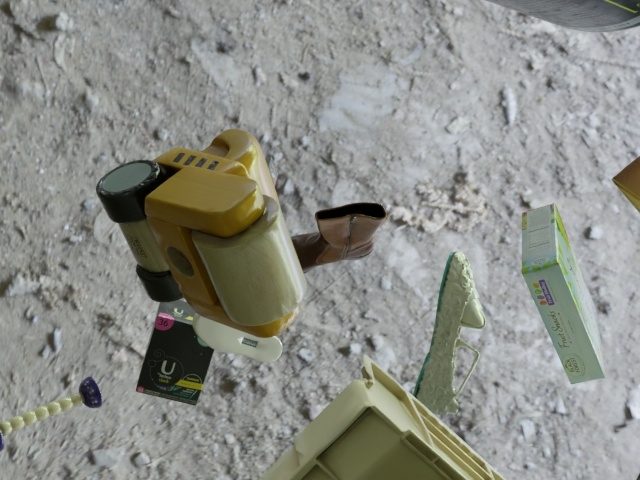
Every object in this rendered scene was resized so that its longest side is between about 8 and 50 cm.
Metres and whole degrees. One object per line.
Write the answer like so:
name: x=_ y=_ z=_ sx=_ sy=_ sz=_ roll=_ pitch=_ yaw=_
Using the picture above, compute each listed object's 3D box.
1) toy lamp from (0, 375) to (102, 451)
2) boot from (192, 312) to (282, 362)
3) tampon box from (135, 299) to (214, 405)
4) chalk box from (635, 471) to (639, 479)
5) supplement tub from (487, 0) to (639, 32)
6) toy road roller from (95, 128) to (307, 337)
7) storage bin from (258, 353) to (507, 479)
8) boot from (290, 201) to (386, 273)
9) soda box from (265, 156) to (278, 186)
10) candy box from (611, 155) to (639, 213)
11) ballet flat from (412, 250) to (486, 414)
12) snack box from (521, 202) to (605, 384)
toy lamp: x=-0.576 y=0.353 z=1.556 sx=0.274 sy=0.080 sz=0.080 roll=-20 pitch=81 yaw=-37
boot: x=-0.160 y=0.160 z=1.368 sx=0.190 sy=0.086 sz=0.069 roll=33 pitch=84 yaw=-37
tampon box: x=-0.267 y=0.207 z=1.471 sx=0.120 sy=0.101 sz=0.161 roll=15 pitch=106 yaw=-11
chalk box: x=0.556 y=0.361 z=1.152 sx=0.213 sy=0.132 sz=0.132 roll=-27 pitch=49 yaw=-29
supplement tub: x=0.166 y=-0.262 z=0.535 sx=0.338 sy=0.207 sz=0.207 roll=-1 pitch=71 yaw=-45
toy road roller: x=-0.127 y=-0.036 z=1.089 sx=0.240 sy=0.329 sz=0.202 roll=-42 pitch=132 yaw=-31
storage bin: x=0.034 y=0.281 z=0.692 sx=0.262 sy=0.123 sz=0.260 roll=-45 pitch=108 yaw=5
boot: x=0.000 y=0.000 z=1.682 sx=0.264 sy=0.280 sz=0.096 roll=-2 pitch=76 yaw=-1
soda box: x=-0.150 y=-0.163 z=2.021 sx=0.060 sy=0.169 sz=0.053 roll=-17 pitch=112 yaw=9
candy box: x=0.555 y=-0.034 z=1.041 sx=0.087 sy=0.183 sz=0.316 roll=34 pitch=24 yaw=-35
ballet flat: x=0.334 y=0.236 z=1.914 sx=0.147 sy=0.147 sz=0.409 roll=17 pitch=84 yaw=-16
snack box: x=0.230 y=0.050 z=0.738 sx=0.141 sy=0.037 sz=0.100 roll=60 pitch=29 yaw=-26
